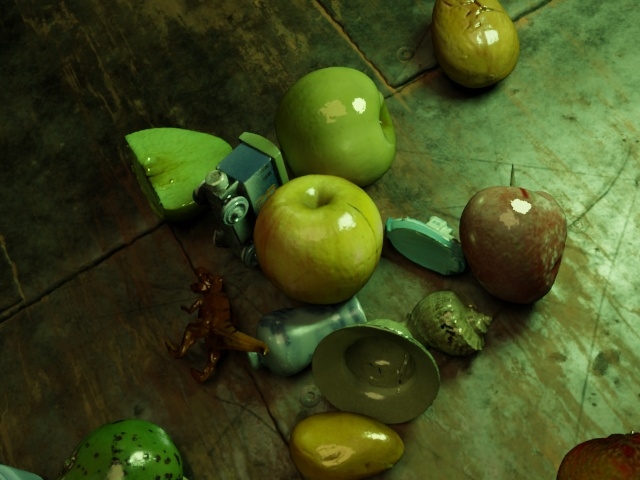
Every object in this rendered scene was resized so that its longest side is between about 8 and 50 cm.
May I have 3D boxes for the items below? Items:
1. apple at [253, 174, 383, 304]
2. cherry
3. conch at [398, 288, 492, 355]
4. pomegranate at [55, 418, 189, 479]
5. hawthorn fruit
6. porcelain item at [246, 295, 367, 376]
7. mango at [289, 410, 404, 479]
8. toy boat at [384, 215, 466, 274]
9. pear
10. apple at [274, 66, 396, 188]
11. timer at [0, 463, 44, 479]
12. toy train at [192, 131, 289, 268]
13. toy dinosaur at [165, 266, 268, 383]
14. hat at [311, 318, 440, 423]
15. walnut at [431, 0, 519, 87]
[{"bbox_3d":[0.000,0.000,1.392,0.286,0.233,0.286,-1,36,1],"label":"apple"},{"bbox_3d":[0.390,-0.014,1.361,0.213,0.236,0.285,-1,94,52],"label":"cherry"},{"bbox_3d":[0.257,0.170,1.392,0.207,0.130,0.155,-15,24,30],"label":"conch"},{"bbox_3d":[-0.371,0.471,1.295,0.254,0.271,0.254,-34,44,41],"label":"pomegranate"},{"bbox_3d":[0.540,0.489,1.072,0.285,0.285,0.368,-9,85,8],"label":"hawthorn fruit"},{"bbox_3d":[-0.032,0.199,1.412,0.259,0.141,0.141,-19,61,-8],"label":"porcelain item"},{"bbox_3d":[0.049,0.405,1.299,0.228,0.109,0.147,2,40,14],"label":"mango"},{"bbox_3d":[0.240,-0.001,1.486,0.215,0.088,0.102,26,38,24],"label":"toy boat"},{"bbox_3d":[-0.325,-0.164,1.663,0.239,0.139,0.288,-25,56,-17],"label":"pear"},{"bbox_3d":[0.035,-0.250,1.534,0.254,0.292,0.291,-18,61,17],"label":"apple"},{"bbox_3d":[-0.627,0.667,1.281,0.395,0.173,0.394,-5,61,10],"label":"timer"},{"bbox_3d":[-0.153,-0.078,1.485,0.131,0.299,0.202,33,67,27],"label":"toy train"},{"bbox_3d":[-0.230,0.211,1.431,0.208,0.097,0.432,-54,37,6],"label":"toy dinosaur"},{"bbox_3d":[0.120,0.232,1.340,0.257,0.257,0.130,6,33,15],"label":"hat"},{"bbox_3d":[0.366,-0.511,1.640,0.203,0.203,0.297,-26,69,-1],"label":"walnut"}]
